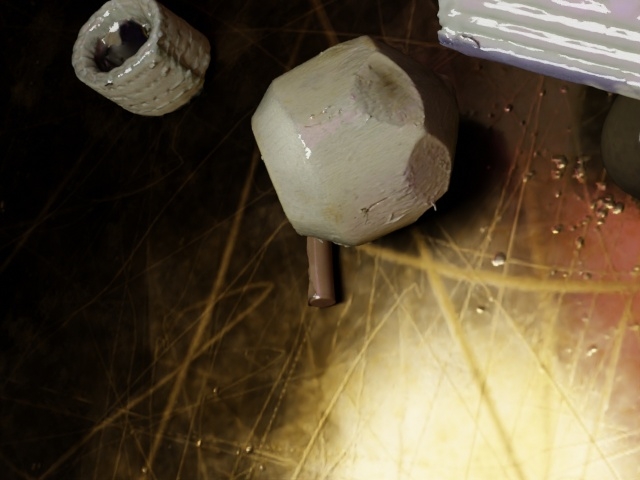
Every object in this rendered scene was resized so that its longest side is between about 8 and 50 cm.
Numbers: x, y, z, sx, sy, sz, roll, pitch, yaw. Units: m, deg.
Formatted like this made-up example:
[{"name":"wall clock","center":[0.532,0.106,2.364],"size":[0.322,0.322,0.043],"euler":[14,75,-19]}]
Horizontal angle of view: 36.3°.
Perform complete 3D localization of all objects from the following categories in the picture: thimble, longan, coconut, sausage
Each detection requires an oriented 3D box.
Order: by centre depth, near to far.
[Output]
[{"name":"longan","center":[0.254,-0.067,0.694],"size":[0.106,0.106,0.119],"euler":[-4,85,29]},{"name":"coconut","center":[0.036,-0.080,0.788],"size":[0.162,0.161,0.161],"euler":[-20,66,3]},{"name":"sausage","center":[0.000,0.000,0.860],"size":[0.026,0.026,0.116],"euler":[-10,70,27]},{"name":"thimble","center":[-0.177,-0.183,0.976],"size":[0.115,0.090,0.102],"euler":[4,75,32]}]

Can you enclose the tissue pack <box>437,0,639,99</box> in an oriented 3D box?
[{"name":"tissue pack","center":[0.279,-0.162,0.617],"size":[0.344,0.242,0.125],"euler":[23,126,32]}]
